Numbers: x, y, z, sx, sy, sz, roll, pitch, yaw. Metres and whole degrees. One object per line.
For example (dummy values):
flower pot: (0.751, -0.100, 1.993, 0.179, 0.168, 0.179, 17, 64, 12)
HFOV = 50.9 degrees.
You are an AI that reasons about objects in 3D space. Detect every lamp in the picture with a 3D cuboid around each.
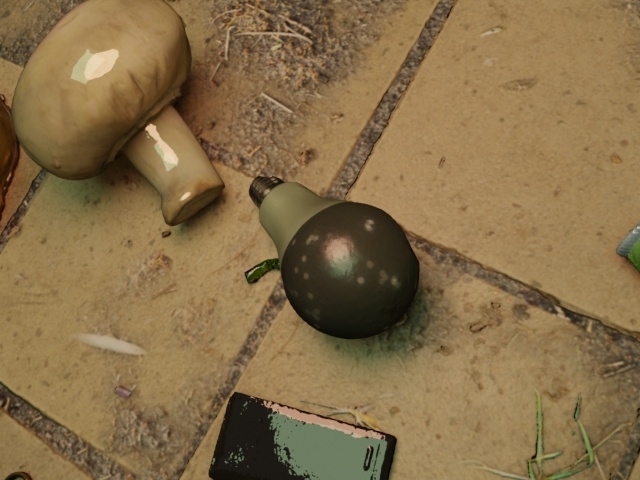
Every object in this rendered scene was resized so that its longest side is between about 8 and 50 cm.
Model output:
lamp: (0.014, 0.011, 0.944, 0.182, 0.182, 0.314, -40, 35, -1)

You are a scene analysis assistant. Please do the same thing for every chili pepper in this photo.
chili pepper: (-0.075, 0.040, 1.008, 0.083, 0.022, 0.027, -18, 35, 9)

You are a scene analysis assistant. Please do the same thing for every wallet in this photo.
wallet: (-0.027, 0.293, 0.907, 0.244, 0.025, 0.124, 11, 78, 16)

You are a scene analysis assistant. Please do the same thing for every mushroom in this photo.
mushroom: (-0.321, -0.201, 1.008, 0.315, 0.315, 0.356, -11, 70, 11)

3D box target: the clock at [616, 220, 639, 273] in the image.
clock: (0.501, 0.016, 0.827, 0.194, 0.100, 0.195, -44, 65, 1)

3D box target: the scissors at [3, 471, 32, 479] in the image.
scissors: (-0.529, 0.402, 1.005, 0.220, 0.017, 0.088, -11, 70, 11)

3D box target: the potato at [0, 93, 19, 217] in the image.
potato: (-0.745, -0.164, 1.094, 0.385, 0.319, 0.442, -43, 70, -1)
